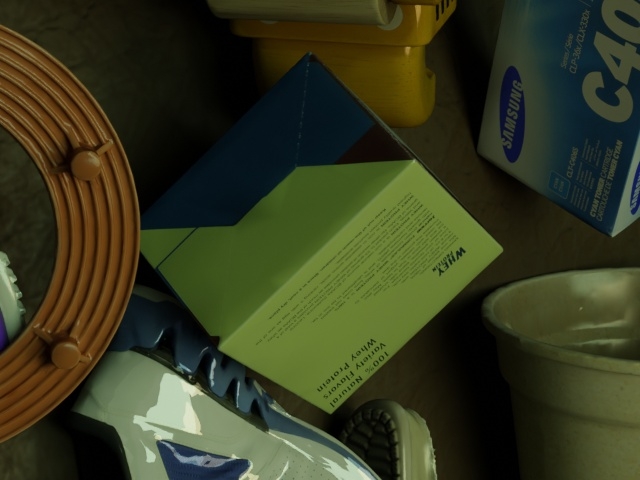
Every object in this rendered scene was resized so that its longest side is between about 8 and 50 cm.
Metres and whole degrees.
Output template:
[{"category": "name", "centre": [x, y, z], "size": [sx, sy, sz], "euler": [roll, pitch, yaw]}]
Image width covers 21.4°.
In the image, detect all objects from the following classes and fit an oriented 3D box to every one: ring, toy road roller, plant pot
[{"category": "ring", "centre": [-0.284, 0.008, 1.130], "size": [0.337, 0.032, 0.336], "euler": [-6, 110, -16]}, {"category": "toy road roller", "centre": [0.014, -0.191, 1.332], "size": [0.329, 0.203, 0.240], "euler": [-55, 147, -66]}, {"category": "plant pot", "centre": [0.314, 0.211, 1.563], "size": [0.334, 0.334, 0.305], "euler": [-11, 107, -38]}]

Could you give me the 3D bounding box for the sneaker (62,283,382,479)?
[{"category": "sneaker", "centre": [-0.093, 0.199, 1.348], "size": [0.315, 0.127, 0.182], "euler": [44, 67, -22]}]

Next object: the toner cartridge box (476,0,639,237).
[{"category": "toner cartridge box", "centre": [0.243, -0.181, 1.474], "size": [0.075, 0.165, 0.347], "euler": [-34, 147, -33]}]

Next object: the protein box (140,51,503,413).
[{"category": "protein box", "centre": [0.000, 0.000, 1.312], "size": [0.200, 0.136, 0.201], "euler": [-44, 149, 5]}]

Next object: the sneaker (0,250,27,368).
[{"category": "sneaker", "centre": [-0.314, -0.007, 1.187], "size": [0.146, 0.102, 0.293], "euler": [-26, 112, -19]}]

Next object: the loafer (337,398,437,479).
[{"category": "loafer", "centre": [0.073, 0.264, 1.489], "size": [0.092, 0.102, 0.268], "euler": [-13, 106, -39]}]
